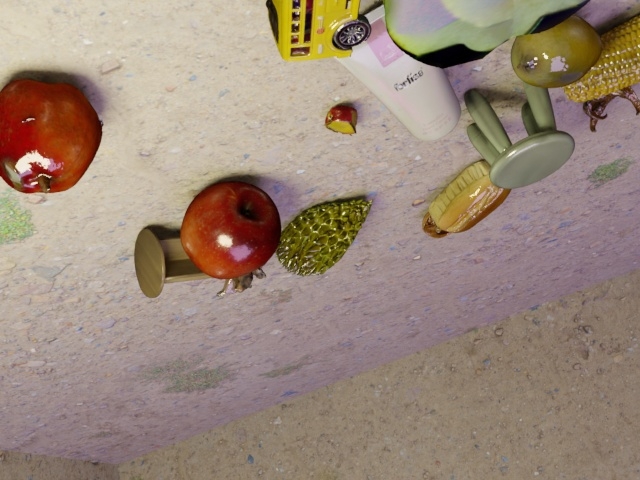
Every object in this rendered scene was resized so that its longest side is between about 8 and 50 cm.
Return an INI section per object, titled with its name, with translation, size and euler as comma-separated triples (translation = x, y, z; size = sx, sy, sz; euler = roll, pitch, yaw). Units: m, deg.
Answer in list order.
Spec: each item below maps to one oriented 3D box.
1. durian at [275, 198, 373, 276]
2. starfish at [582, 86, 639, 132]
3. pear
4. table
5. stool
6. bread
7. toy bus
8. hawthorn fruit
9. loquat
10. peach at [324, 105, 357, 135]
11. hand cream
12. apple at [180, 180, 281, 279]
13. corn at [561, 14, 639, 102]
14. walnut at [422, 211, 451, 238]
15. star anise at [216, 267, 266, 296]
[durian]
translation = -0.008, -0.007, 1.878
size = 0.198, 0.163, 0.394
euler = -49, -179, -39
[starfish]
translation = 0.719, -0.342, 1.681
size = 0.146, 0.074, 0.190
euler = -11, 153, -11
[pear]
translation = 0.259, -0.463, 1.036
size = 0.399, 0.165, 0.398
euler = -15, 154, -8
[table]
translation = -0.317, 0.045, 1.683
size = 0.227, 0.167, 0.167
euler = -6, 152, -36
[stool]
translation = 0.439, -0.246, 1.552
size = 0.195, 0.198, 0.195
euler = -23, 155, 4
[bread]
translation = 0.411, -0.111, 1.877
size = 0.140, 0.106, 0.236
euler = 10, 137, -39
[toy bus]
translation = -0.004, -0.412, 0.988
size = 0.151, 0.145, 0.331
euler = -12, 154, -9
[hawthorn fruit]
translation = -0.453, -0.161, 1.127
size = 0.185, 0.202, 0.185
euler = -9, 147, -6
[loquat]
translation = 0.476, -0.379, 1.379
size = 0.195, 0.152, 0.152
euler = -17, 155, -21
[peach]
translation = 0.052, -0.254, 1.442
size = 0.083, 0.050, 0.077
euler = 14, 164, -33
[hand cream]
translation = 0.165, -0.321, 1.332
size = 0.186, 0.118, 0.359
euler = -28, 146, 18
[apple]
translation = -0.201, -0.023, 1.545
size = 0.218, 0.218, 0.201
euler = 0, 157, -33
[corn]
translation = 0.693, -0.414, 1.458
size = 0.387, 0.143, 0.144
euler = -23, 154, 18
[walnut]
translation = 0.346, -0.057, 2.012
size = 0.121, 0.052, 0.091
euler = -18, 112, -10
[star anise]
translation = -0.195, 0.079, 1.797
size = 0.172, 0.208, 0.063
euler = -39, 112, 21
